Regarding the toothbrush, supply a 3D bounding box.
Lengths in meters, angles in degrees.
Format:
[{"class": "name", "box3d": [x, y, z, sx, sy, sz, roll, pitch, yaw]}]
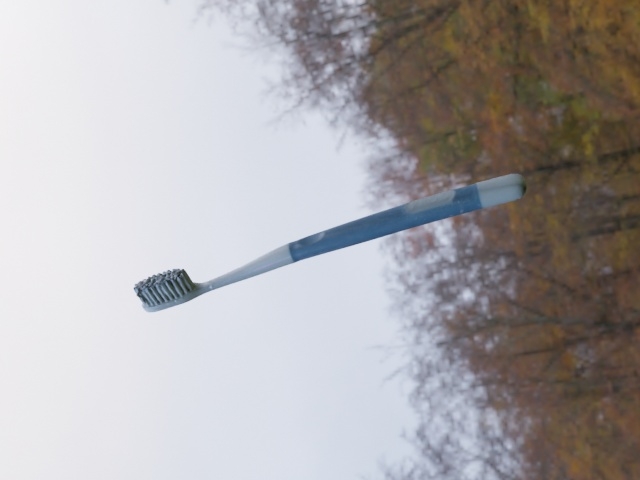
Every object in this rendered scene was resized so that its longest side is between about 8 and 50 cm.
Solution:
[{"class": "toothbrush", "box3d": [0.000, 0.000, 0.686, 0.019, 0.276, 0.025, -87, -25, -52]}]
